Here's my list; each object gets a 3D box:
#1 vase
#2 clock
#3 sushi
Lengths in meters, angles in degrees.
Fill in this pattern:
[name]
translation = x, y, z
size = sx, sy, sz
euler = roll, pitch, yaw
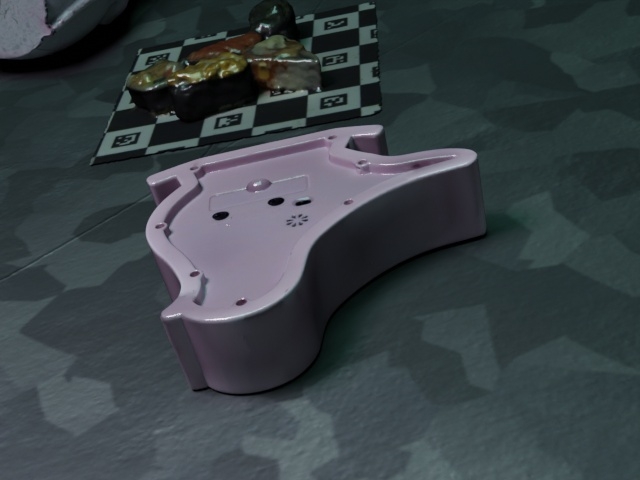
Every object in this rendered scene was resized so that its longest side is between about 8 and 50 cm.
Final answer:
[vase]
translation = -0.385, -0.437, 1.639
size = 0.250, 0.249, 0.445
euler = 0, 30, 22
[clock]
translation = 0.000, 0.000, 0.910
size = 0.290, 0.080, 0.275
euler = -14, 31, 2
[sushi]
translation = -0.101, -0.232, 1.340
size = 0.343, 0.064, 0.359
euler = -10, 31, 8
